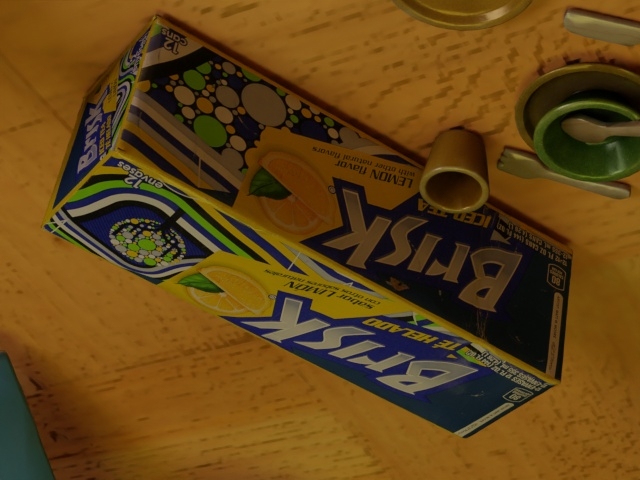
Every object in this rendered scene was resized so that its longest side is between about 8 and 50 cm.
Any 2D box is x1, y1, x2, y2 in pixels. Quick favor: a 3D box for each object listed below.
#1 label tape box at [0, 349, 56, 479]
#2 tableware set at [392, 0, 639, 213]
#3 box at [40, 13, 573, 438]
[{"bbox_3d":[-0.202,0.235,0.756,0.115,0.249,0.348,19,131,55],"label":"label tape box"},{"bbox_3d":[0.064,-0.059,0.527,0.104,0.024,0.154,13,142,-3],"label":"tableware set"},{"bbox_3d":[0.000,0.000,0.587,0.169,0.059,0.054,28,141,-21],"label":"box"}]
